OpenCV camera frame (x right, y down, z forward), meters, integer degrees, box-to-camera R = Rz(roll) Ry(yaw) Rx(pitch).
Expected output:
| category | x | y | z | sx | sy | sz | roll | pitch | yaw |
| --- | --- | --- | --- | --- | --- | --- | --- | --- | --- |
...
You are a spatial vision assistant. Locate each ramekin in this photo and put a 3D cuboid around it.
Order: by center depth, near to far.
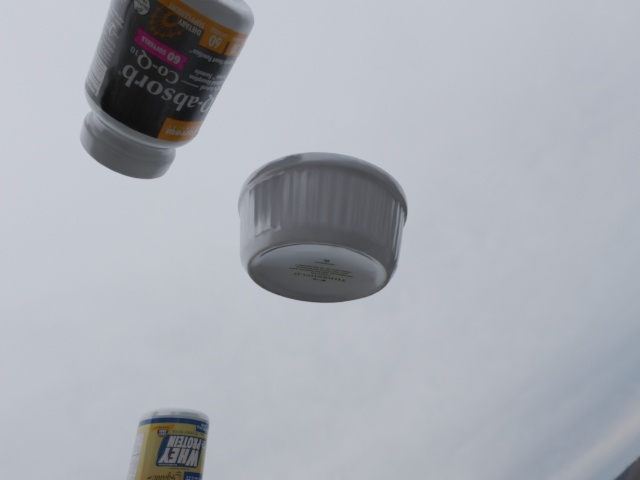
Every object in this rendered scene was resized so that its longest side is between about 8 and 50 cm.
| category | x | y | z | sx | sy | sz | roll | pitch | yaw |
| --- | --- | --- | --- | --- | --- | --- | --- | --- | --- |
| ramekin | 0.000 | 0.000 | 0.618 | 0.273 | 0.127 | 0.272 | 3 | -31 | 2 |

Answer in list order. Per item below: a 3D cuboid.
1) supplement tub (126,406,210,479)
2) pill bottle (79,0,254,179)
| category | x | y | z | sx | sy | sz | roll | pitch | yaw |
| --- | --- | --- | --- | --- | --- | --- | --- | --- | --- |
| supplement tub | -0.304 | 0.451 | 0.796 | 0.145 | 0.199 | 0.144 | -2 | -36 | -1 |
| pill bottle | -0.223 | -0.230 | 0.555 | 0.162 | 0.162 | 0.278 | 10 | -50 | -42 |
